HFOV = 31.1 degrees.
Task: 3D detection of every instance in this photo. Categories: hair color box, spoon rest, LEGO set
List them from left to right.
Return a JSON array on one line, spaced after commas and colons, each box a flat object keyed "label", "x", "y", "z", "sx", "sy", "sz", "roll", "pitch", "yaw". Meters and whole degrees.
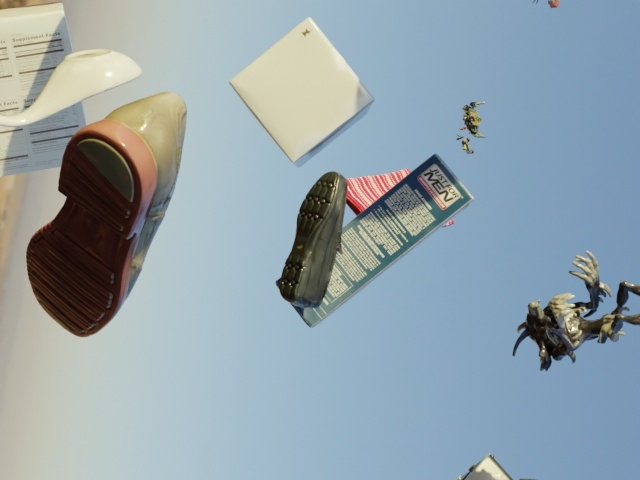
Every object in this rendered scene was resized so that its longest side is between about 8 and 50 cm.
[{"label": "spoon rest", "x": -0.394, "y": -0.224, "z": 1.694, "sx": 0.137, "sy": 0.276, "sz": 0.084, "roll": 21, "pitch": -58, "yaw": 51}, {"label": "hair color box", "x": 0.095, "y": 0.002, "z": 1.975, "sx": 0.347, "sy": 0.105, "sz": 0.174, "roll": -38, "pitch": 176, "yaw": 3}, {"label": "LEGO set", "x": 0.186, "y": -0.145, "z": 1.448, "sx": 0.023, "sy": 0.054, "sz": 0.083, "roll": -12, "pitch": -157, "yaw": 41}]

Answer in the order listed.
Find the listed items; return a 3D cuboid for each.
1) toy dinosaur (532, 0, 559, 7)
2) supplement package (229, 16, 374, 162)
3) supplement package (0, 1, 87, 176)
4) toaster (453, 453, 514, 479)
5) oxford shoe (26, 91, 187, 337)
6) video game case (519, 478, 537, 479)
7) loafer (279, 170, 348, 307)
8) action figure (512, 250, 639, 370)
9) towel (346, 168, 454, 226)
[{"label": "toy dinosaur", "x": 0.361, "y": -0.412, "z": 1.818, "sx": 0.090, "sy": 0.082, "sz": 0.047, "roll": -43, "pitch": 176, "yaw": 22}, {"label": "supplement package", "x": -0.031, "y": -0.248, "z": 1.997, "sx": 0.175, "sy": 0.177, "sz": 0.293, "roll": -38, "pitch": -179, "yaw": 1}, {"label": "supplement package", "x": -0.524, "y": -0.268, "z": 2.016, "sx": 0.199, "sy": 0.198, "sz": 0.262, "roll": -129, "pitch": -150, "yaw": -69}, {"label": "toaster", "x": 0.297, "y": 0.486, "z": 2.004, "sx": 0.110, "sy": 0.185, "sz": 0.168, "roll": -36, "pitch": 167, "yaw": -26}, {"label": "oxford shoe", "x": -0.214, "y": -0.017, "z": 1.212, "sx": 0.130, "sy": 0.123, "sz": 0.348, "roll": -47, "pitch": 176, "yaw": -42}, {"label": "video game case", "x": 0.320, "y": 0.561, "z": 1.818, "sx": 0.248, "sy": 0.035, "sz": 0.274, "roll": -47, "pitch": 128, "yaw": -55}, {"label": "loafer", "x": 0.000, "y": 0.000, "z": 1.842, "sx": 0.076, "sy": 0.078, "sz": 0.223, "roll": 13, "pitch": -95, "yaw": 50}, {"label": "action figure", "x": 0.397, "y": 0.100, "z": 1.702, "sx": 0.276, "sy": 0.141, "sz": 0.164, "roll": -13, "pitch": -149, "yaw": 31}, {"label": "towel", "x": 0.173, "y": -0.090, "z": 2.733, "sx": 0.199, "sy": 0.275, "sz": 0.031, "roll": 51, "pitch": -50, "yaw": 27}]
